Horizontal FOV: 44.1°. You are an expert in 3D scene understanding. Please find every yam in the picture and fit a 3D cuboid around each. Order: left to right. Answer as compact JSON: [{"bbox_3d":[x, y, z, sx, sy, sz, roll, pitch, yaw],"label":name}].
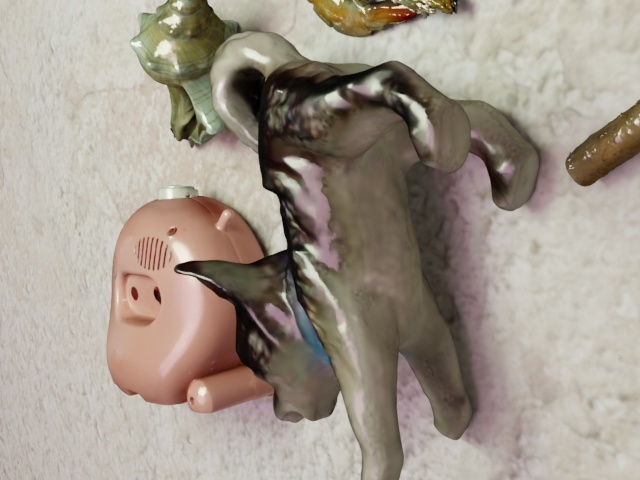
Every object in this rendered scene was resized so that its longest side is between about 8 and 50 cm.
[{"bbox_3d":[0.222,-0.086,0.519,0.145,0.032,0.032,-47,65,44],"label":"yam"}]

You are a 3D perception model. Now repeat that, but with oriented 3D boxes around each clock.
[{"bbox_3d":[-0.164,0.058,0.900,0.227,0.142,0.241,4,98,47],"label":"clock"}]

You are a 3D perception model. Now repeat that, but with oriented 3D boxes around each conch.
[{"bbox_3d":[-0.120,-0.175,0.829,0.137,0.114,0.234,53,169,39],"label":"conch"}]

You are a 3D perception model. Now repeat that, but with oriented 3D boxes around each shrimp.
[{"bbox_3d":[0.045,-0.219,0.680,0.190,0.042,0.101,29,140,40],"label":"shrimp"}]

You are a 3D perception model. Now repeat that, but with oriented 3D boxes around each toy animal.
[{"bbox_3d":[0.000,0.000,0.673,0.302,0.194,0.345,26,115,35],"label":"toy animal"}]
